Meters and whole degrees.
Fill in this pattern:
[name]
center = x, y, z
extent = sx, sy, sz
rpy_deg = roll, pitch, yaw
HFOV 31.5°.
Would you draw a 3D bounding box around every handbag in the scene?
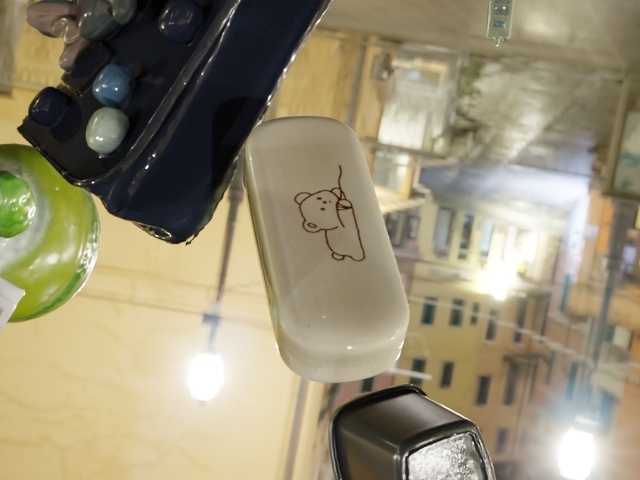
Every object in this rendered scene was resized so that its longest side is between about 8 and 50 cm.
[handbag]
center = -0.117, -0.186, 0.895
extent = 0.118, 0.326, 0.269
rpy_deg = 32, 179, -37

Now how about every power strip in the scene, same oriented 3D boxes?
[power strip]
center = 0.186, -0.242, 1.169
extent = 0.027, 0.083, 0.017
rpy_deg = 4, -171, 3

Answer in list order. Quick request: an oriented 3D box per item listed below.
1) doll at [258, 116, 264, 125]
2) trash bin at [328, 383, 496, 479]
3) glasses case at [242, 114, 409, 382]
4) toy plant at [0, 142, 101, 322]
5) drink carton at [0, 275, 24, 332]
[doll]
center = -0.128, -0.156, 1.171
extent = 0.165, 0.139, 0.057
rpy_deg = 13, -146, -27
[trash bin]
center = 0.127, 0.330, 1.652
extent = 0.182, 0.209, 0.290
rpy_deg = -15, -173, -18
[glasses case]
center = 0.000, 0.000, 0.728
extent = 0.083, 0.050, 0.196
rpy_deg = -5, -129, -14
[toy plant]
center = -0.337, -0.032, 1.057
extent = 0.224, 0.184, 0.316
rpy_deg = 13, 169, 17
[drink carton]
center = -0.270, 0.051, 0.589
extent = 0.222, 0.134, 0.102
rpy_deg = 4, 148, 45
